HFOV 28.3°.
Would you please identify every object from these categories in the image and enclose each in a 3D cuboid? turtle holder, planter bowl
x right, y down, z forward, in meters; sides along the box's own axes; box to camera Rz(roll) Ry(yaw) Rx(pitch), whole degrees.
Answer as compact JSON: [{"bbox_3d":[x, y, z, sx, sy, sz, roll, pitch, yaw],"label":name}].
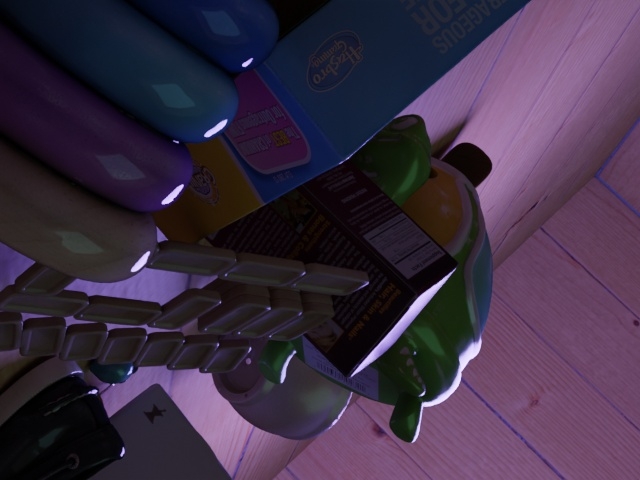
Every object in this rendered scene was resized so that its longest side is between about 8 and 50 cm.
[{"bbox_3d":[0.043,0.016,1.216,0.227,0.243,0.320,-57,133,-23],"label":"turtle holder"},{"bbox_3d":[-0.055,0.142,1.446,0.109,0.162,0.162,17,121,-46],"label":"planter bowl"}]

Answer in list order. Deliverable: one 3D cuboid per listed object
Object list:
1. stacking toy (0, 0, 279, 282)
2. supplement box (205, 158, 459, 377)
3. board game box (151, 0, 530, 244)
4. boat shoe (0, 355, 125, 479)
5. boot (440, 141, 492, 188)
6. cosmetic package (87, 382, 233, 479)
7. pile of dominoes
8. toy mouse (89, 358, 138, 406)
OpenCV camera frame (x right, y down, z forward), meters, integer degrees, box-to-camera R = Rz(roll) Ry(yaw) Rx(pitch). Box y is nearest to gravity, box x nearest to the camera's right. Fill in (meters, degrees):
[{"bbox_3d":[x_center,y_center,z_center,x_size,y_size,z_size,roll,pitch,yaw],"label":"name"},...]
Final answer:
[{"bbox_3d":[-0.042,-0.148,0.526,0.330,0.141,0.141,-53,168,6],"label":"stacking toy"},{"bbox_3d":[0.000,0.000,0.999,0.081,0.188,0.104,-31,161,-54],"label":"supplement box"},{"bbox_3d":[0.020,-0.110,0.761,0.242,0.064,0.316,-41,-173,-20],"label":"board game box"},{"bbox_3d":[-0.287,0.250,1.042,0.340,0.113,0.127,-46,169,4],"label":"boat shoe"},{"bbox_3d":[0.119,-0.025,1.631,0.213,0.077,0.165,-37,168,-39],"label":"boot"},{"bbox_3d":[-0.195,0.259,1.221,0.151,0.151,0.184,-37,178,-35],"label":"cosmetic package"},{"bbox_3d":[-0.109,0.036,0.883,0.251,0.040,0.196,11,149,-40],"label":"pile of dominoes"},{"bbox_3d":[-0.208,0.135,1.127,0.161,0.031,0.143,-33,163,-46],"label":"toy mouse"}]
